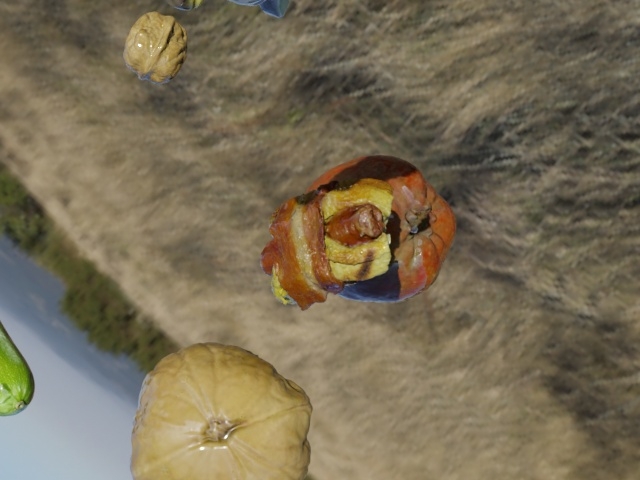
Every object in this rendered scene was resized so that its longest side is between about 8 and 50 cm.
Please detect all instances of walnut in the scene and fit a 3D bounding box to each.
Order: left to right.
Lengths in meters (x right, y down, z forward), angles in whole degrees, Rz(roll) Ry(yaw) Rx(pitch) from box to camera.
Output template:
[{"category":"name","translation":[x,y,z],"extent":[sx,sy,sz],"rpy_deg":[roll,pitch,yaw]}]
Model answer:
[{"category":"walnut","translation":[-0.209,-0.245,1.336],"extent":[0.079,0.096,0.082],"rpy_deg":[28,141,-17]},{"category":"walnut","translation":[-0.114,0.225,1.205],"extent":[0.228,0.228,0.228],"rpy_deg":[37,167,10]}]

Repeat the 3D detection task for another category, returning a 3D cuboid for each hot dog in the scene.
[{"category":"hot dog","translation":[0.000,0.000,1.245],"extent":[0.103,0.146,0.213],"rpy_deg":[15,152,-33]}]

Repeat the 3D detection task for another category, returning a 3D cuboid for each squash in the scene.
[{"category":"squash","translation":[-0.522,0.132,1.557],"extent":[0.378,0.101,0.101],"rpy_deg":[46,174,39]}]

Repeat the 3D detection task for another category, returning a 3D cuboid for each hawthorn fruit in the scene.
[{"category":"hawthorn fruit","translation":[0.058,-0.009,1.489],"extent":[0.210,0.210,0.262],"rpy_deg":[44,154,-19]}]

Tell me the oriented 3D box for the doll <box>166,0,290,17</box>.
[{"category":"doll","translation":[-0.023,-0.220,0.725],"extent":[0.081,0.207,0.129],"rpy_deg":[26,135,32]}]
